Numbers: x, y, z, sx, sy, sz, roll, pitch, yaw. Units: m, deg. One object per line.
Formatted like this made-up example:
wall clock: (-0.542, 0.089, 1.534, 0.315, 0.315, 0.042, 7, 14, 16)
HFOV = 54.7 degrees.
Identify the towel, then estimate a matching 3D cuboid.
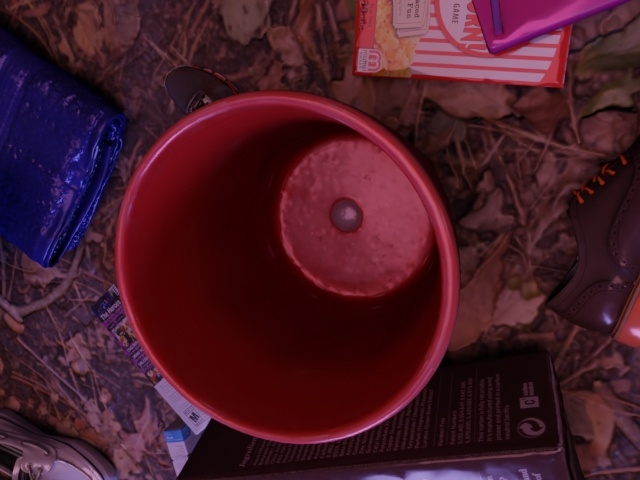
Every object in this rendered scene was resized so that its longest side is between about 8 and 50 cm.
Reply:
towel: (-0.393, -0.141, 0.759, 0.308, 0.076, 0.228, 35, 109, 6)

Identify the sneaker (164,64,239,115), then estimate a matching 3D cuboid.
sneaker: (-0.110, -0.133, 0.661, 0.158, 0.065, 0.061, 39, 112, 7)

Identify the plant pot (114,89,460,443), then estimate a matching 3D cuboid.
plant pot: (0.000, 0.000, 0.558, 0.274, 0.243, 0.275, 5, 105, 18)

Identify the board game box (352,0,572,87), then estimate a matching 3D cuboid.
board game box: (0.131, -0.219, 0.565, 0.193, 0.045, 0.147, 7, 105, 17)

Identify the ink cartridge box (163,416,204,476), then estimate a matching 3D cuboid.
ink cartridge box: (-0.166, 0.268, 0.788, 0.028, 0.048, 0.083, -11, 99, 22)

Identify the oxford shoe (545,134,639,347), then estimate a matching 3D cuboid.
oxford shoe: (0.270, -0.041, 0.536, 0.098, 0.097, 0.272, 17, 108, 21)

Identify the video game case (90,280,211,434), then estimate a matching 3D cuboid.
video game case: (-0.136, 0.090, 0.737, 0.232, 0.042, 0.210, -42, 89, 23)

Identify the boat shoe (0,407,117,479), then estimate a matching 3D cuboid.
boat shoe: (-0.399, 0.315, 0.868, 0.226, 0.076, 0.083, 17, 108, 15)

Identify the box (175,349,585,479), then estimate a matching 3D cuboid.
box: (0.069, 0.254, 0.638, 0.381, 0.143, 0.191, -14, 112, 20)

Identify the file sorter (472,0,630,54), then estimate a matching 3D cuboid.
file sorter: (0.166, -0.322, 0.417, 0.202, 0.182, 0.291, -18, 85, 17)
